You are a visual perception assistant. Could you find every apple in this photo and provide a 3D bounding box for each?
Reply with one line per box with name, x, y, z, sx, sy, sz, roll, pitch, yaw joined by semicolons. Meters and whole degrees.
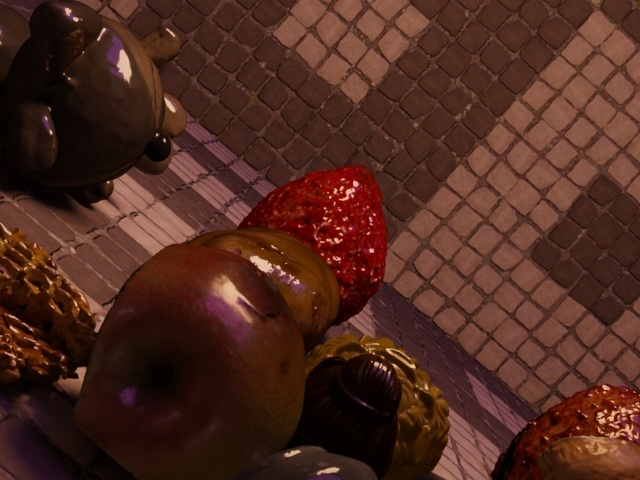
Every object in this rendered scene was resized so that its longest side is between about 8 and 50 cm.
apple;-0.097;0.107;0.823;0.173;0.207;0.188;0;2;-5

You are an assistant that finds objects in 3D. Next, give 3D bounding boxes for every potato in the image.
potato;-0.079;0.060;1.314;0.369;0.195;0.176;-54;128;-82

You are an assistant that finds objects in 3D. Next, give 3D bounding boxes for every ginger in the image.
ginger;0.419;0.347;1.253;0.354;0.126;0.190;33;39;4

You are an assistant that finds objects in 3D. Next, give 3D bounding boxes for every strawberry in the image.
strawberry;0.000;0.000;1.677;0.257;0.277;0.257;39;4;-3

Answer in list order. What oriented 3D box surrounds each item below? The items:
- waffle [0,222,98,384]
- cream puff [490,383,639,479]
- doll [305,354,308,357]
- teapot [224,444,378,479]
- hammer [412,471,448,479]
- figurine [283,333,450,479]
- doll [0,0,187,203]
waffle;-0.259;0.039;0.819;0.197;0.070;0.193;43;6;18
cream puff;0.426;0.367;1.441;0.350;0.350;0.228;40;0;-11
doll;-0.060;0.119;1.480;0.098;0.058;0.143;0;37;-46
teapot;0.009;0.259;0.616;0.225;0.171;0.203;52;-20;27
hammer;0.108;0.299;1.366;0.287;0.033;0.111;36;9;-40
figurine;0.027;0.184;1.042;0.187;0.168;0.315;62;7;9
doll;-0.364;-0.186;1.327;0.378;0.252;0.382;10;0;6
